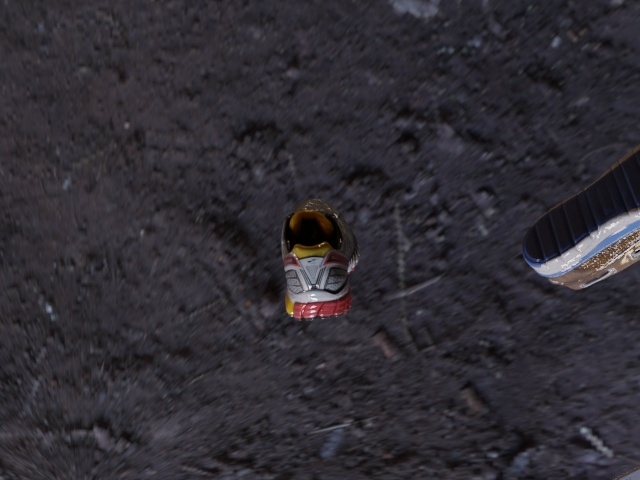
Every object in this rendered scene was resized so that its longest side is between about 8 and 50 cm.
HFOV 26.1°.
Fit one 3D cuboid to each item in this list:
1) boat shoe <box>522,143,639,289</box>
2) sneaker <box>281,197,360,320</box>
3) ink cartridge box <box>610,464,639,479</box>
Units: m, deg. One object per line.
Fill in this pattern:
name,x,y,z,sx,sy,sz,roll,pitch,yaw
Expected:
boat shoe,0.241,-0.023,1.023,0.066,0.183,0.066,37,35,-37
sneaker,0.000,0.000,1.495,0.088,0.225,0.092,-5,113,-1
ink cartridge box,0.438,0.355,1.543,0.239,0.060,0.275,-21,85,-24
